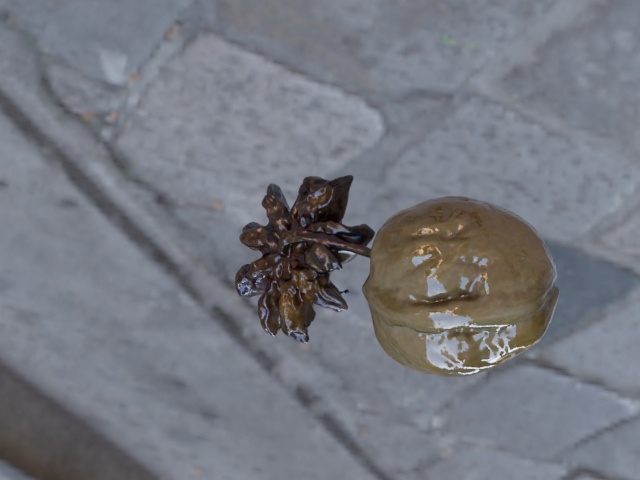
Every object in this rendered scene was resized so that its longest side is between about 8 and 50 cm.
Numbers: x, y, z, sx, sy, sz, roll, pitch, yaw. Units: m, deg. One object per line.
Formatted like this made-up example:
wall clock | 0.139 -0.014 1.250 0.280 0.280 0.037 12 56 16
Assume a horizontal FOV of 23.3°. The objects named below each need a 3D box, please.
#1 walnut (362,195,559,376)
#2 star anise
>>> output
walnut | 0.118 0.038 1.314 0.166 0.149 0.166 2 110 7
star anise | 0.003 -0.001 1.501 0.234 0.177 0.073 -27 150 26
